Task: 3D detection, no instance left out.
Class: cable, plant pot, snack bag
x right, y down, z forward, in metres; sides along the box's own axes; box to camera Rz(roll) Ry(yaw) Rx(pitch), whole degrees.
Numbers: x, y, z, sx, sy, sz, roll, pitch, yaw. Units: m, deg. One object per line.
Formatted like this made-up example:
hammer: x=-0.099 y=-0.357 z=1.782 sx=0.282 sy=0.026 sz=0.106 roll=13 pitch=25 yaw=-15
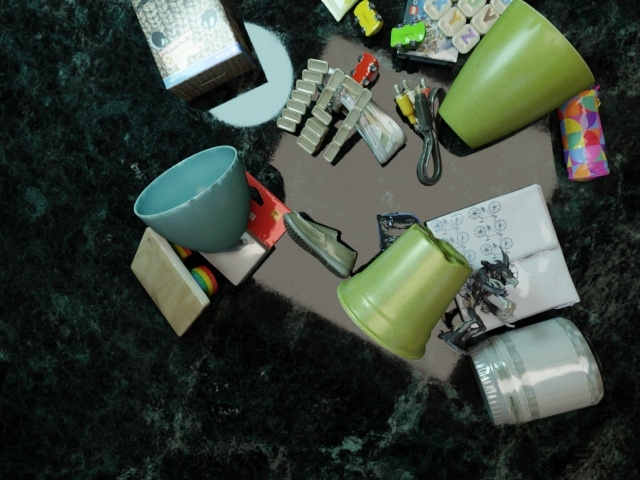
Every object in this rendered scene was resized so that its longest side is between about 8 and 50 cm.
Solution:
cable: x=0.290 y=-0.300 z=1.322 sx=0.140 sy=0.072 sz=0.287 roll=-20 pitch=105 yaw=-22
plant pot: x=-0.296 y=-0.082 z=1.256 sx=0.291 sy=0.290 sz=0.195 roll=-24 pitch=122 yaw=9
plant pot: x=0.227 y=0.108 z=1.205 sx=0.276 sy=0.276 sz=0.253 roll=39 pitch=108 yaw=5
plant pot: x=0.449 y=-0.376 z=1.200 sx=0.293 sy=0.275 sz=0.274 roll=-43 pitch=86 yaw=23
snack bag: x=0.483 y=0.058 z=1.285 sx=0.323 sy=0.037 sz=0.342 roll=-18 pitch=90 yaw=0

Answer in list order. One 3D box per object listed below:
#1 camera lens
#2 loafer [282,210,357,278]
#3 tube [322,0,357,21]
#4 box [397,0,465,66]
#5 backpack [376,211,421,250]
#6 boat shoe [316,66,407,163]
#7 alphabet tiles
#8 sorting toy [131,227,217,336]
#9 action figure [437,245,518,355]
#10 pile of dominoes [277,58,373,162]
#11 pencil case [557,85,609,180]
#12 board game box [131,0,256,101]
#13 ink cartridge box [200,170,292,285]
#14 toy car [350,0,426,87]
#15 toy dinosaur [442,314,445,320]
camera lens: x=0.535 y=0.327 z=1.216 sx=0.275 sy=0.219 sz=0.219 roll=-18 pitch=89 yaw=9
loafer: x=0.000 y=0.000 z=1.360 sx=0.251 sy=0.094 sz=0.087 roll=43 pitch=73 yaw=-4
tube: x=0.116 y=-0.712 z=1.322 sx=0.240 sy=0.062 sz=0.070 roll=-36 pitch=46 yaw=13
box: x=0.307 y=-0.599 z=1.302 sx=0.159 sy=0.044 sz=0.232 roll=12 pitch=94 yaw=8
backpack: x=0.217 y=-0.026 z=1.318 sx=0.115 sy=0.084 sz=0.104 roll=-7 pitch=92 yaw=14
boat shoe: x=0.088 y=-0.347 z=1.312 sx=0.320 sy=0.118 sz=0.103 roll=42 pitch=93 yaw=-2
alphabet tiles: x=0.416 y=-0.639 z=1.259 sx=0.278 sy=0.021 sz=0.284 roll=-44 pitch=98 yaw=-1
sorting toy: x=-0.400 y=0.106 z=1.356 sx=0.255 sy=0.089 sz=0.257 roll=53 pitch=140 yaw=6
action figure: x=0.412 y=0.156 z=1.184 sx=0.141 sy=0.164 sz=0.275 roll=32 pitch=89 yaw=37
pile of dominoes: x=0.009 y=-0.349 z=1.295 sx=0.196 sy=0.040 sz=0.251 roll=40 pitch=129 yaw=6
pencil case: x=0.671 y=-0.270 z=1.236 sx=0.105 sy=0.104 sz=0.236 roll=-7 pitch=92 yaw=9
board game box: x=-0.354 y=-0.582 z=1.353 sx=0.232 sy=0.141 sz=0.290 roll=-23 pitch=88 yaw=9
ink cartridge box: x=-0.261 y=-0.065 z=1.399 sx=0.296 sy=0.066 sz=0.261 roll=41 pitch=98 yaw=5
toy car: x=0.183 y=-0.523 z=1.282 sx=0.225 sy=0.053 sz=0.238 roll=6 pitch=94 yaw=39
toy dinosaur: x=0.341 y=0.126 z=1.322 sx=0.093 sy=0.053 sz=0.183 roll=21 pitch=95 yaw=6
